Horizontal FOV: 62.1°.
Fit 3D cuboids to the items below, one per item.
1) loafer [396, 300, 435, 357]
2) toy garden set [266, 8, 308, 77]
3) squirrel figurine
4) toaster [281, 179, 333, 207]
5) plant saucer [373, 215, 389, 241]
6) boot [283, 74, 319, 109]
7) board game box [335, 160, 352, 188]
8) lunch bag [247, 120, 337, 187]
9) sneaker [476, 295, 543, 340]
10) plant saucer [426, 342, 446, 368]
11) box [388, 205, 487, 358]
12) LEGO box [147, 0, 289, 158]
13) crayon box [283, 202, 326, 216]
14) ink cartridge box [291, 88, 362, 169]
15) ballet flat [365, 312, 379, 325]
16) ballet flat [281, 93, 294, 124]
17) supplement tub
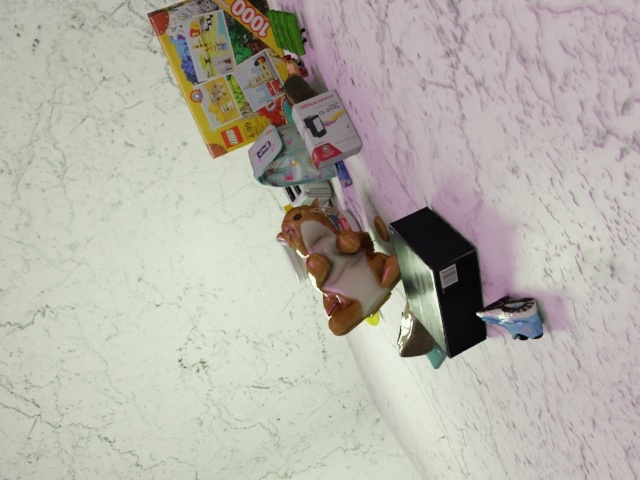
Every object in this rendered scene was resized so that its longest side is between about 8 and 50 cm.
[{"bbox_3d":[0.271,0.241,1.485,0.268,0.102,0.092,97,167,-50],"label":"loafer"},{"bbox_3d":[-0.075,-0.563,1.545,0.244,0.049,0.203,-128,17,-58],"label":"toy garden set"},{"bbox_3d":[0.044,0.058,1.586,0.370,0.281,0.397,42,-177,17],"label":"squirrel figurine"},{"bbox_3d":[-0.057,-0.207,2.020,0.129,0.146,0.227,-43,65,40],"label":"toaster"},{"bbox_3d":[0.178,-0.033,1.566,0.083,0.013,0.083,155,90,-83],"label":"plant saucer"},{"bbox_3d":[-0.025,-0.389,1.613,0.236,0.089,0.269,55,-178,-7],"label":"boot"},{"bbox_3d":[0.070,-0.215,1.719,0.090,0.020,0.090,176,71,-83],"label":"board game box"},{"bbox_3d":[-0.103,-0.278,1.731,0.223,0.262,0.160,-115,11,-52],"label":"lunch bag"},{"bbox_3d":[0.324,0.141,0.912,0.073,0.063,0.162,62,173,0],"label":"sneaker"},{"bbox_3d":[0.341,0.338,1.587,0.192,0.018,0.067,84,160,-64],"label":"plant saucer"},{"bbox_3d":[0.248,0.088,1.120,0.184,0.103,0.261,51,165,51],"label":"box"},{"bbox_3d":[-0.319,-0.601,1.864,0.193,0.372,0.500,53,166,57],"label":"LEGO box"},{"bbox_3d":[0.000,0.000,2.233,0.313,0.106,0.363,65,-171,11],"label":"crayon box"},{"bbox_3d":[0.015,-0.297,1.425,0.072,0.127,0.175,113,132,-78],"label":"ink cartridge box"},{"bbox_3d":[0.183,0.244,2.204,0.231,0.077,0.077,65,156,23],"label":"ballet flat"},{"bbox_3d":[-0.067,-0.399,1.879,0.316,0.108,0.106,81,-176,-45],"label":"ballet flat"},{"bbox_3d":[0.011,0.024,1.911,0.191,0.272,0.191,156,90,-82],"label":"supplement tub"}]
